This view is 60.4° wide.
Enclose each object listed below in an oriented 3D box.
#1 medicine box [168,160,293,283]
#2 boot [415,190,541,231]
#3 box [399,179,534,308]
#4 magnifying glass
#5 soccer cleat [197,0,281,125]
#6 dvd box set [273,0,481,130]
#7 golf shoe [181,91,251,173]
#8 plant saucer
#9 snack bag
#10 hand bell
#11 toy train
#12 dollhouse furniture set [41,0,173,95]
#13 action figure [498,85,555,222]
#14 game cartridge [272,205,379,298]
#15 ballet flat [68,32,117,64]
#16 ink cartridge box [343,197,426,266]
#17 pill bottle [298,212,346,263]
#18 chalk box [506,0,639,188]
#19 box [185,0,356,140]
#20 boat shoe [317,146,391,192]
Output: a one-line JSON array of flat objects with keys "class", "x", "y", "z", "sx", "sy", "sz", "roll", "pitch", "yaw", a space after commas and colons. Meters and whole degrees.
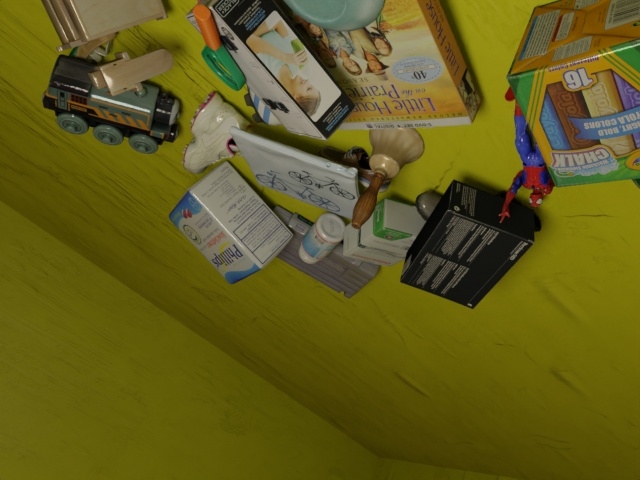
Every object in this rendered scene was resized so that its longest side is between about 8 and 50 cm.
[{"class": "medicine box", "x": -0.266, "y": -0.041, "z": 1.597, "sx": 0.289, "sy": 0.149, "sz": 0.263, "roll": 49, "pitch": 150, "yaw": -8}, {"class": "boot", "x": 0.348, "y": -0.068, "z": 1.209, "sx": 0.246, "sy": 0.083, "sz": 0.161, "roll": 28, "pitch": 145, "yaw": -12}, {"class": "box", "x": 0.308, "y": 0.017, "z": 1.183, "sx": 0.184, "sy": 0.103, "sz": 0.261, "roll": 23, "pitch": 140, "yaw": -1}, {"class": "magnifying glass", "x": -0.176, "y": -0.323, "z": 0.934, "sx": 0.092, "sy": 0.026, "sz": 0.231, "roll": 41, "pitch": 175, "yaw": 7}, {"class": "soccer cleat", "x": -0.115, "y": -0.373, "z": 1.085, "sx": 0.143, "sy": 0.116, "sz": 0.331, "roll": -7, "pitch": 140, "yaw": 21}, {"class": "dvd box set", "x": 0.061, "y": -0.352, "z": 0.932, "sx": 0.307, "sy": 0.062, "sz": 0.420, "roll": 8, "pitch": 152, "yaw": 39}, {"class": "golf shoe", "x": -0.267, "y": -0.240, "z": 1.399, "sx": 0.140, "sy": 0.115, "sz": 0.306, "roll": 29, "pitch": 152, "yaw": -8}, {"class": "plant saucer", "x": -0.001, "y": -0.377, "z": 0.813, "sx": 0.195, "sy": 0.037, "sz": 0.195, "roll": 23, "pitch": 158, "yaw": 10}, {"class": "snack bag", "x": -0.048, "y": -0.158, "z": 1.329, "sx": 0.323, "sy": 0.037, "sz": 0.342, "roll": 22, "pitch": 168, "yaw": 13}, {"class": "hand bell", "x": 0.115, "y": -0.122, "z": 1.131, "sx": 0.126, "sy": 0.242, "sz": 0.126, "roll": 21, "pitch": 150, "yaw": 13}, {"class": "toy train", "x": -0.516, "y": -0.334, "z": 1.369, "sx": 0.334, "sy": 0.142, "sz": 0.190, "roll": 14, "pitch": 152, "yaw": -17}, {"class": "dollhouse furniture set", "x": -0.485, "y": -0.483, "z": 1.188, "sx": 0.355, "sy": 0.174, "sz": 0.303, "roll": 21, "pitch": 135, "yaw": 51}, {"class": "action figure", "x": 0.382, "y": -0.135, "z": 1.007, "sx": 0.091, "sy": 0.139, "sz": 0.280, "roll": 9, "pitch": 148, "yaw": 31}, {"class": "game cartridge", "x": -0.013, "y": 0.039, "z": 1.679, "sx": 0.355, "sy": 0.068, "sz": 0.230, "roll": 30, "pitch": 147, "yaw": -4}, {"class": "ballet flat", "x": -0.556, "y": -0.458, "z": 1.328, "sx": 0.073, "sy": 0.080, "sz": 0.232, "roll": 31, "pitch": 153, "yaw": -28}, {"class": "ink cartridge box", "x": 0.168, "y": -0.014, "z": 1.370, "sx": 0.153, "sy": 0.087, "sz": 0.208, "roll": 14, "pitch": 156, "yaw": -23}, {"class": "pill bottle", "x": 0.000, "y": 0.000, "z": 1.497, "sx": 0.087, "sy": 0.087, "sz": 0.160, "roll": 32, "pitch": 142, "yaw": -8}, {"class": "chalk box", "x": 0.428, "y": -0.202, "z": 0.813, "sx": 0.179, "sy": 0.180, "sz": 0.289, "roll": -3, "pitch": 137, "yaw": 42}, {"class": "box", "x": -0.085, "y": -0.312, "z": 0.962, "sx": 0.290, "sy": 0.087, "sz": 0.169, "roll": 45, "pitch": 172, "yaw": -29}, {"class": "boat shoe", "x": 0.081, "y": -0.180, "z": 1.261, "sx": 0.183, "sy": 0.066, "sz": 0.066, "roll": 24, "pitch": 135, "yaw": 7}]
